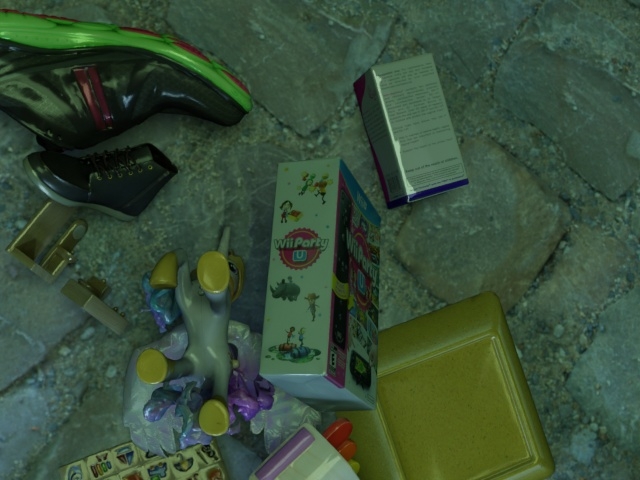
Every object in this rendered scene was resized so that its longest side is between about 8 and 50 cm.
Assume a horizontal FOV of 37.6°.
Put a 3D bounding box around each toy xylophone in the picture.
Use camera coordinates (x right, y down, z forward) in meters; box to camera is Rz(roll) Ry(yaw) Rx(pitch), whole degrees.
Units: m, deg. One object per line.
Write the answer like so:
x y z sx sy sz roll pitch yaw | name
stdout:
-0.013 0.406 1.358 0.236 0.323 0.081 -37 50 -20 | toy xylophone

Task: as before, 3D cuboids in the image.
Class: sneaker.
-0.314 -0.108 1.357 0.118 0.222 0.083 -41 61 19 | sneaker
-0.343 -0.223 1.402 0.482 0.185 0.202 7 103 -10 | sneaker

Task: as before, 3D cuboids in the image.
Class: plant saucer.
0.206 0.287 1.519 0.332 0.081 0.333 -19 91 -14 | plant saucer

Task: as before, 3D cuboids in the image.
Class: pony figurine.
-0.152 0.160 1.320 0.302 0.363 0.351 0 92 2 | pony figurine

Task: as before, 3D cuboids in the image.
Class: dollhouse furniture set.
-0.337 0.030 1.379 0.151 0.144 0.123 31 77 28 | dollhouse furniture set

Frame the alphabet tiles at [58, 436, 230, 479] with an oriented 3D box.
-0.254 0.398 1.441 0.237 0.009 0.198 -18 90 -14 | alphabet tiles

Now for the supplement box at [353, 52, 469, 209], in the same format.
0.143 -0.174 1.520 0.113 0.111 0.220 -17 90 -14 | supplement box

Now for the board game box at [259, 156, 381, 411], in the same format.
0.009 0.068 1.321 0.097 0.224 0.304 -5 67 18 | board game box
